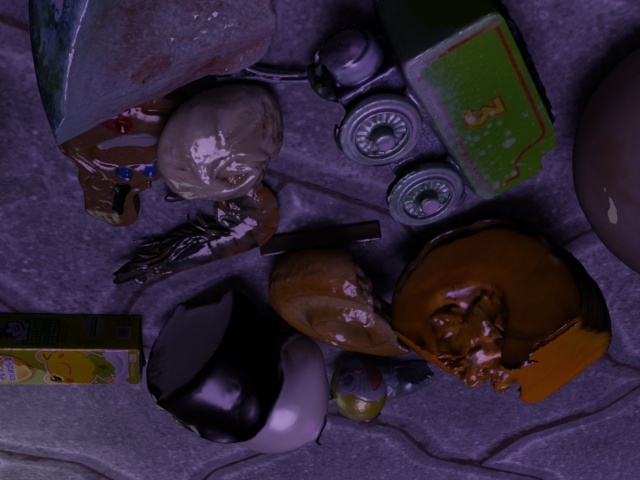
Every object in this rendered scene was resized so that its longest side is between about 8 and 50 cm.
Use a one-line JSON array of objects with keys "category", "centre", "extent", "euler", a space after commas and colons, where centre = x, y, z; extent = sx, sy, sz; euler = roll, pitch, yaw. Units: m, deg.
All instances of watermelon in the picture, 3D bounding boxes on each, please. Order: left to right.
[{"category": "watermelon", "centre": [-0.158, -0.256, 0.871], "extent": [0.258, 0.228, 0.387], "euler": [15, 128, -36]}]

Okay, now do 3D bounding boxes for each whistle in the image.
[{"category": "whistle", "centre": [0.110, 0.267, 1.604], "extent": [0.223, 0.123, 0.123], "euler": [-12, 142, -15]}]

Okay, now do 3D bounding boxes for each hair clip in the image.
[{"category": "hair clip", "centre": [-0.072, -0.215, 1.056], "extent": [0.115, 0.030, 0.039], "euler": [4, 138, -12]}]

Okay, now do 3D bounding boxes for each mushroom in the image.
[{"category": "mushroom", "centre": [0.516, -0.111, 1.100], "extent": [0.362, 0.294, 0.362], "euler": [11, 122, 18]}]

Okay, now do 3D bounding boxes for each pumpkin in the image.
[{"category": "pumpkin", "centre": [0.280, 0.107, 1.308], "extent": [0.303, 0.256, 0.225], "euler": [21, 162, 34]}]

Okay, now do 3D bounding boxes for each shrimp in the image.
[{"category": "shrimp", "centre": [-0.205, -0.019, 1.262], "extent": [0.296, 0.058, 0.169], "euler": [-21, 131, 11]}]

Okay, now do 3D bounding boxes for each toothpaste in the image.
[{"category": "toothpaste", "centre": [-0.465, 0.186, 1.448], "extent": [0.327, 0.077, 0.110], "euler": [2, 140, -10]}]

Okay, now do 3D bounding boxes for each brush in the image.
[{"category": "brush", "centre": [0.000, 0.000, 1.324], "extent": [0.190, 0.034, 0.027], "euler": [-8, 156, 1]}]

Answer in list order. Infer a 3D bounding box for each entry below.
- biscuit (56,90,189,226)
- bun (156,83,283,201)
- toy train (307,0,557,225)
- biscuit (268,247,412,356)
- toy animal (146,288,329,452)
[{"category": "biscuit", "centre": [-0.262, -0.128, 1.128], "extent": [0.183, 0.047, 0.320], "euler": [13, 138, -18]}, {"category": "bun", "centre": [-0.116, -0.112, 1.085], "extent": [0.183, 0.102, 0.183], "euler": [-25, 154, -13]}, {"category": "toy train", "centre": [0.142, -0.170, 1.042], "extent": [0.249, 0.173, 0.307], "euler": [-29, 136, 12]}, {"category": "biscuit", "centre": [0.024, 0.109, 1.356], "extent": [0.213, 0.091, 0.274], "euler": [-2, 151, 37]}, {"category": "toy animal", "centre": [-0.124, 0.245, 1.446], "extent": [0.251, 0.251, 0.310], "euler": [-31, 128, 26]}]
